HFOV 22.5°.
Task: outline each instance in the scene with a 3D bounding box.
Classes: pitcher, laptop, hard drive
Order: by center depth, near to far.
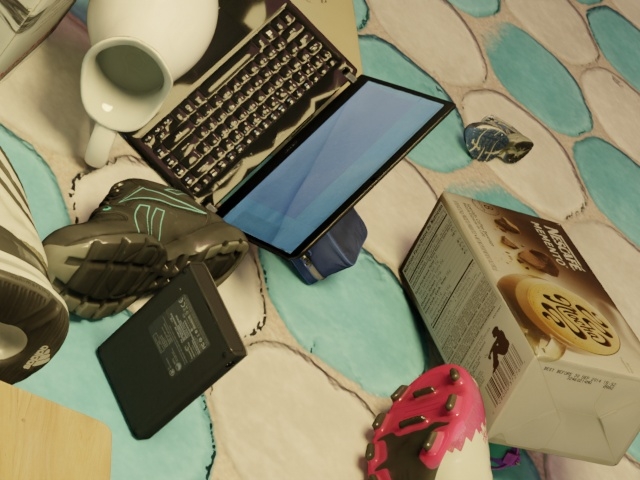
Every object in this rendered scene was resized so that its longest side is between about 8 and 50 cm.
[{"bbox_3d":[-0.128,0.094,1.362,0.022,0.135,0.094,4,51,-52],"label":"hard drive"},{"bbox_3d":[-0.179,-0.183,1.564,0.125,0.177,0.207,23,40,-10],"label":"pitcher"},{"bbox_3d":[-0.051,-0.137,1.597,0.264,0.136,0.234,46,73,0],"label":"laptop"}]

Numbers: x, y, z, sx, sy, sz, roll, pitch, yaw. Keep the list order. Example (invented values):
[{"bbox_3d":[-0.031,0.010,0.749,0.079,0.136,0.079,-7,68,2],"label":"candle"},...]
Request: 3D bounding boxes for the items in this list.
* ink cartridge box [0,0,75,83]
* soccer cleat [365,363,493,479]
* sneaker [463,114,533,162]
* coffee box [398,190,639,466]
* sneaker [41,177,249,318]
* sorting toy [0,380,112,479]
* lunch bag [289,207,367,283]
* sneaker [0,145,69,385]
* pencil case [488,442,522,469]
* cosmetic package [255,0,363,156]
[{"bbox_3d":[-0.259,-0.291,1.470,0.129,0.307,0.223,40,33,-7],"label":"ink cartridge box"},{"bbox_3d":[0.112,0.261,1.507,0.143,0.116,0.331,52,29,-25],"label":"soccer cleat"},{"bbox_3d":[0.222,-0.138,2.117,0.135,0.052,0.058,12,36,-53],"label":"sneaker"},{"bbox_3d":[0.217,0.089,1.702,0.168,0.119,0.297,14,29,-25],"label":"coffee box"},{"bbox_3d":[-0.178,0.002,1.463,0.106,0.101,0.267,47,22,20],"label":"sneaker"},{"bbox_3d":[-0.272,0.212,1.078,0.255,0.089,0.257,28,44,-35],"label":"sorting toy"},{"bbox_3d":[0.000,0.000,1.683,0.067,0.065,0.098,56,28,-16],"label":"lunch bag"},{"bbox_3d":[-0.404,-0.059,1.223,0.447,0.169,0.257,29,27,-39],"label":"sneaker"},{"bbox_3d":[0.210,0.195,1.713,0.070,0.064,0.152,50,31,10],"label":"pencil case"},{"bbox_3d":[-0.049,-0.242,1.846,0.160,0.113,0.309,26,39,-29],"label":"cosmetic package"}]
